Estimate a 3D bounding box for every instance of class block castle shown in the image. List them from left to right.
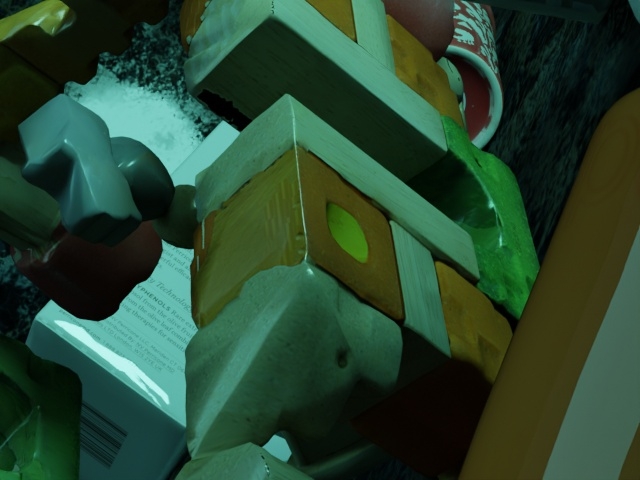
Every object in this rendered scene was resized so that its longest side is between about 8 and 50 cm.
[{"bbox_3d":[-0.052,0.058,0.751,0.303,0.213,0.453,-36,38,26],"label":"block castle"}]

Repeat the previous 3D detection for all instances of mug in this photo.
[{"bbox_3d":[0.090,-0.113,1.250,0.113,0.150,0.169,-28,21,11],"label":"mug"}]

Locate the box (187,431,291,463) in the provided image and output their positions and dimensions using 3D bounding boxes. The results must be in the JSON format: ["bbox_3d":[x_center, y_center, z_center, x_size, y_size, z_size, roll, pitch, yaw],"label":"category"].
[{"bbox_3d":[-0.082,0.265,1.251,0.169,0.087,0.290,123,169,-54],"label":"box"}]

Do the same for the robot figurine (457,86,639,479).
[{"bbox_3d":[0.097,0.052,0.363,0.158,0.128,0.219,13,76,43],"label":"robot figurine"}]

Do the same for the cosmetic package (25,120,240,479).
[{"bbox_3d":[-0.092,0.037,1.442,0.365,0.155,0.197,-52,-5,-39],"label":"cosmetic package"}]

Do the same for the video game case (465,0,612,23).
[{"bbox_3d":[0.120,-0.208,0.907,0.023,0.201,0.183,52,126,39],"label":"video game case"}]

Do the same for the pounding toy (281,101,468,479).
[{"bbox_3d":[0.000,0.000,0.973,0.269,0.154,0.154,-76,-31,-54],"label":"pounding toy"}]

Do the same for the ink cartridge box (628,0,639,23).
[{"bbox_3d":[0.181,-0.161,0.771,0.181,0.056,0.224,124,169,-61],"label":"ink cartridge box"}]
